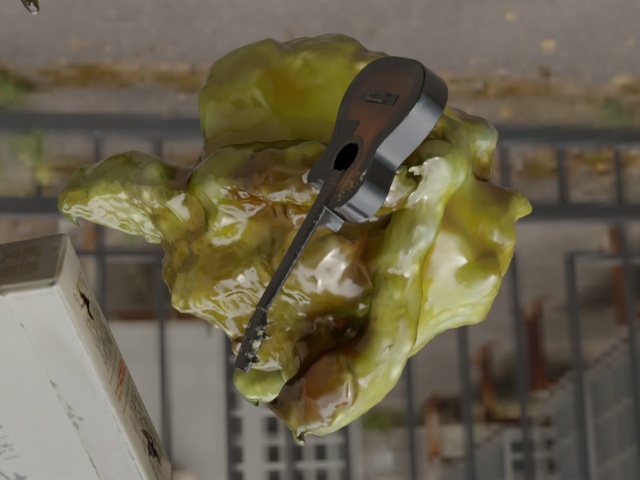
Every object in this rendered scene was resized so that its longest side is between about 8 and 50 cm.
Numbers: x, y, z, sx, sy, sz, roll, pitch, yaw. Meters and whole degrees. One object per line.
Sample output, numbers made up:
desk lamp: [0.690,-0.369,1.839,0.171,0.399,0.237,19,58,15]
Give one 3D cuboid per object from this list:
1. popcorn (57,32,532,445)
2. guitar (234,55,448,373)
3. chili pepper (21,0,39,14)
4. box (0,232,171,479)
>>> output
popcorn: [-0.004,-0.007,1.547,0.290,0.321,0.326,-31,141,-32]
guitar: [0.006,-0.017,1.262,0.025,0.233,0.088,33,171,-31]
chili pepper: [-0.345,-0.274,1.706,0.092,0.137,0.368,-21,-160,-33]
box: [-0.291,0.111,1.154,0.365,0.051,0.204,-9,130,11]
